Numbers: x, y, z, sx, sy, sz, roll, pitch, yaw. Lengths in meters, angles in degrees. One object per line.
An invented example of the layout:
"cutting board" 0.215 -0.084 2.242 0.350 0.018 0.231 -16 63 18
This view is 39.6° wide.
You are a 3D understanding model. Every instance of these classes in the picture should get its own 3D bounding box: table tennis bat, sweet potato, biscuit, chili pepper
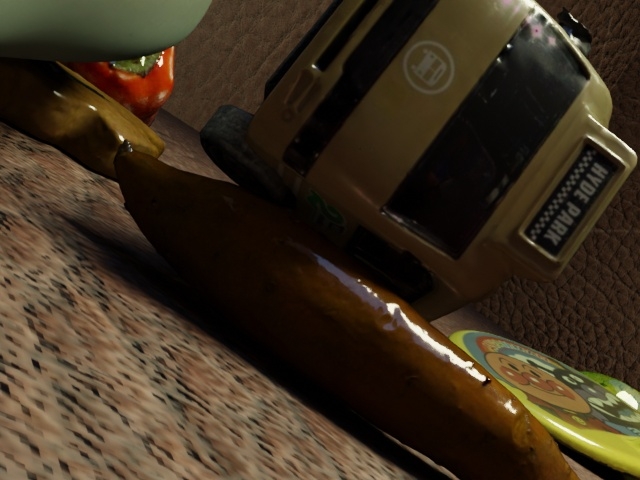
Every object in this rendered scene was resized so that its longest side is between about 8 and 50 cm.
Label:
"table tennis bat" 0.254 0.170 0.755 0.224 0.054 0.368 16 14 -41
"sweet potato" 0.016 0.042 0.355 0.264 0.057 0.057 38 4 11
"biscuit" -0.236 -0.136 0.596 0.301 0.043 0.278 34 3 10
"chili pepper" -0.163 -0.146 0.729 0.086 0.084 0.192 5 -12 -17

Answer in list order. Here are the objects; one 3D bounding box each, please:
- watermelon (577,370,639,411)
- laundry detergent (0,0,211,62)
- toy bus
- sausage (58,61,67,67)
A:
"watermelon" 0.293 0.197 0.911 0.163 0.087 0.069 32 39 21
"laundry detergent" -0.191 -0.155 0.373 0.263 0.125 0.398 25 17 -4
"toy bus" 0.038 -0.032 0.480 0.157 0.139 0.289 37 -13 2
"sausage" -0.279 -0.216 1.002 0.094 0.094 0.419 1 14 -17
